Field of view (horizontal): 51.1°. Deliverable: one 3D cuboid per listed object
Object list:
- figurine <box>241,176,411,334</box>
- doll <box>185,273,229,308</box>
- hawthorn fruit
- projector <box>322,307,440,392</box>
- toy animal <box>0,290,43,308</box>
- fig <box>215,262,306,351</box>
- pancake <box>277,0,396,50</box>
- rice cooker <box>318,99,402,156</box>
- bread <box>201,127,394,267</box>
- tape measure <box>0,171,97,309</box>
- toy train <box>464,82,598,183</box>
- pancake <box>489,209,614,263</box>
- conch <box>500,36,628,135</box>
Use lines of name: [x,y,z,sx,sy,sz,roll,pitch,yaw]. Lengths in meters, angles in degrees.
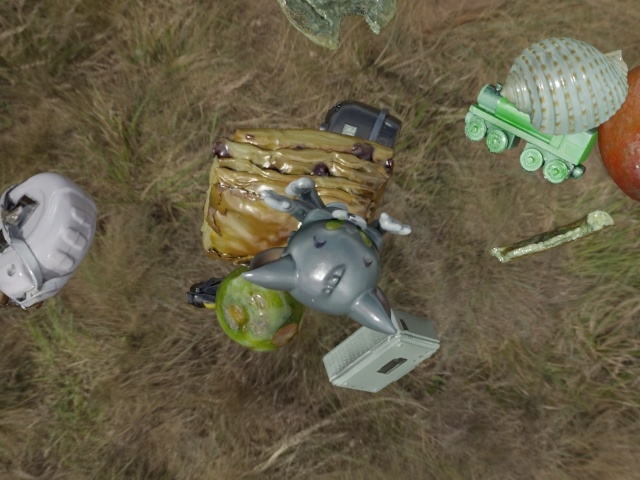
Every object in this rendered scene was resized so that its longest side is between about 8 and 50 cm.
figurine: [-0.002,0.003,0.850,0.193,0.265,0.140,23,95,-15]
doll: [-0.280,0.141,1.940,0.248,0.127,0.088,-19,90,-42]
hawthorn fruit: [0.515,-0.142,1.016,0.199,0.199,0.251,21,72,1]
projector: [0.160,0.294,1.733,0.256,0.192,0.099,-42,49,27]
toy animal: [-0.811,0.156,1.691,0.260,0.243,0.087,-50,50,27]
fig: [-0.108,0.141,1.564,0.206,0.275,0.206,8,106,31]
pancake: [0.025,-0.453,1.139,0.253,0.037,0.254,1,88,-23]
rice cooker: [0.110,-0.285,1.982,0.224,0.267,0.267,21,83,6]
bread: [-0.041,-0.051,1.183,0.324,0.277,0.167,2,47,-15]
tape measure: [-0.433,-0.009,1.015,0.236,0.120,0.197,23,75,40]
toy train: [0.384,-0.202,1.240,0.251,0.085,0.119,35,126,25]
pancake: [0.503,-0.002,1.505,0.197,0.376,0.054,-15,81,-32]
conch: [0.322,-0.210,0.897,0.153,0.102,0.135,-15,76,35]
